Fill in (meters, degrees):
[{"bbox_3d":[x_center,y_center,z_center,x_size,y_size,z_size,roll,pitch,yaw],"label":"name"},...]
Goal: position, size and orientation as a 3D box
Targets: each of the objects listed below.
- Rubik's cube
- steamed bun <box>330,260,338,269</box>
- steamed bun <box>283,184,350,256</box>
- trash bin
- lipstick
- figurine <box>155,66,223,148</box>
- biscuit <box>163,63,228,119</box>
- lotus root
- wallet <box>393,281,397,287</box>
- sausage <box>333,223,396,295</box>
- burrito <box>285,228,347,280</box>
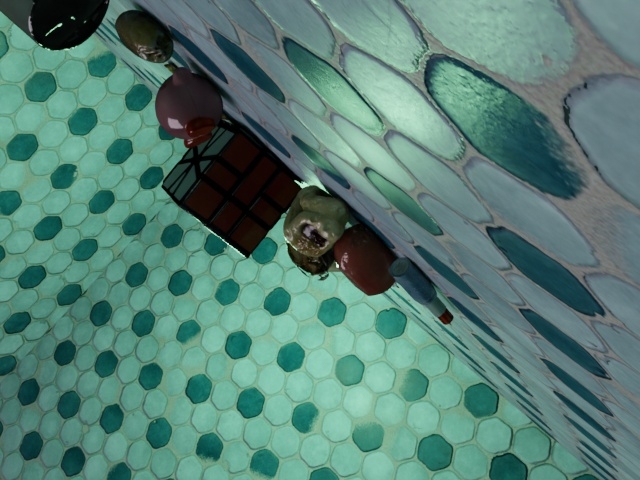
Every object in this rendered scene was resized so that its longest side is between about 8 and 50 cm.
[{"bbox_3d":[-0.267,-0.164,2.092,0.283,0.293,0.288,43,178,-27],"label":"Rubik's cube"},{"bbox_3d":[0.046,0.022,2.314,0.200,0.170,0.225,9,174,-26],"label":"steamed bun"},{"bbox_3d":[0.006,-0.050,1.746,0.141,0.172,0.155,32,163,-25],"label":"steamed bun"},{"bbox_3d":[-0.644,-0.591,1.567,0.263,0.217,0.277,41,-173,11],"label":"trash bin"},{"bbox_3d":[0.269,0.139,1.777,0.274,0.061,0.068,45,174,-38],"label":"lipstick"},{"bbox_3d":[-0.324,-0.330,1.714,0.173,0.173,0.173,42,177,3],"label":"figurine"},{"bbox_3d":[-0.369,-0.442,2.074,0.231,0.016,0.139,43,177,-22],"label":"biscuit"},{"bbox_3d":[-0.404,-0.464,1.571,0.192,0.088,0.113,40,-177,36],"label":"lotus root"},{"bbox_3d":[0.200,0.103,2.448,0.124,0.032,0.183,37,174,33],"label":"wallet"},{"bbox_3d":[0.120,0.058,1.860,0.254,0.148,0.148,41,178,-43],"label":"sausage"},{"bbox_3d":[-0.011,-0.007,1.956,0.175,0.107,0.347,32,-155,2],"label":"burrito"}]
